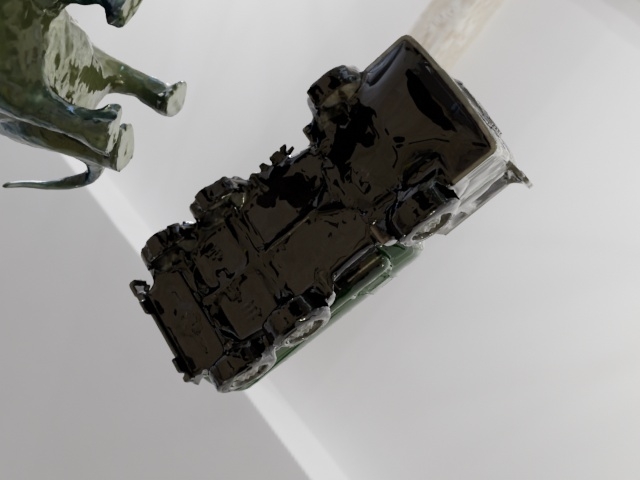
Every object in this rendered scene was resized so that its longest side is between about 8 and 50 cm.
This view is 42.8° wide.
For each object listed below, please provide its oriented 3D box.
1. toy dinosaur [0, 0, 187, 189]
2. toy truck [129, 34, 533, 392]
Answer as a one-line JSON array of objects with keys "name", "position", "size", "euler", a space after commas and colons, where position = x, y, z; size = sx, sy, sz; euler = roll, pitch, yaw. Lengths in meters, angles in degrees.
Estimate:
[{"name": "toy dinosaur", "position": [-0.148, -0.089, 0.422], "size": [0.147, 0.363, 0.076], "euler": [20, -105, 11]}, {"name": "toy truck", "position": [0.000, 0.000, 0.481], "size": [0.242, 0.125, 0.101], "euler": [-40, -111, 18]}]
